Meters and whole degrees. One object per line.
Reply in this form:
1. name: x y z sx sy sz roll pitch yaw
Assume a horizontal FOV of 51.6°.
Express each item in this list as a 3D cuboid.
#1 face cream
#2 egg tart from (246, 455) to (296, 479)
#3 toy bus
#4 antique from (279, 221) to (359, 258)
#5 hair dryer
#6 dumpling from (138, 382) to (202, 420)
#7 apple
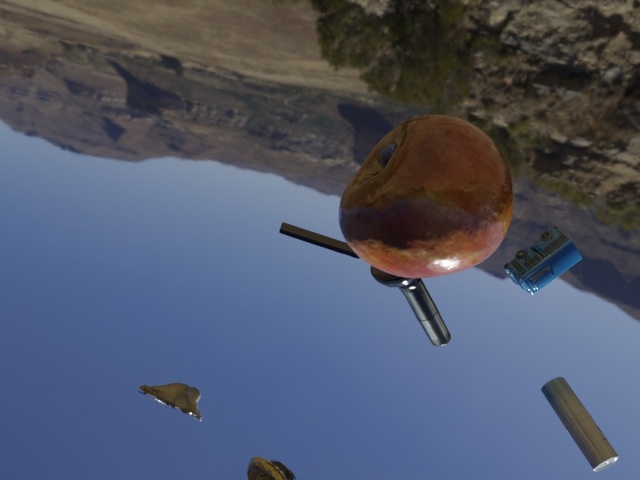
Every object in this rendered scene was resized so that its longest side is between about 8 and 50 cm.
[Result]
1. face cream: 0.701 0.494 1.801 0.077 0.077 0.250 8 -140 -37
2. egg tart: -0.156 0.839 2.298 0.234 0.234 0.094 20 -142 41
3. toy bus: 0.611 0.060 1.823 0.090 0.184 0.106 47 -172 -33
4. antique: 0.000 0.000 1.485 0.192 0.015 0.031 18 -143 5
5. hair dryer: 0.220 0.125 1.840 0.284 0.155 0.320 35 159 49
6. dumpling: -0.423 0.481 2.024 0.166 0.086 0.332 17 165 12
7. apple: 0.195 -0.064 1.157 0.301 0.302 0.301 13 -172 -2
